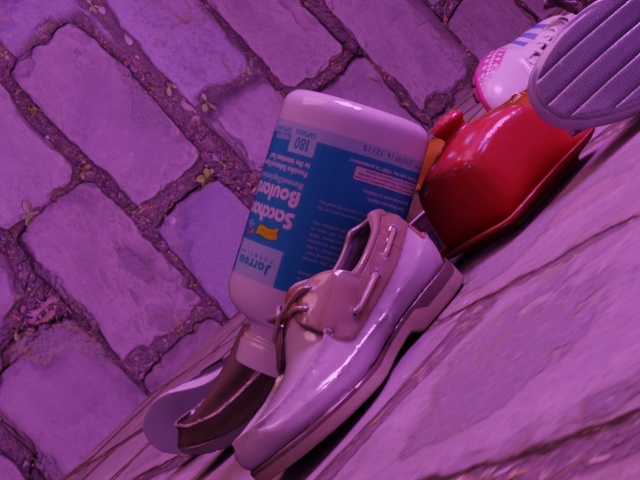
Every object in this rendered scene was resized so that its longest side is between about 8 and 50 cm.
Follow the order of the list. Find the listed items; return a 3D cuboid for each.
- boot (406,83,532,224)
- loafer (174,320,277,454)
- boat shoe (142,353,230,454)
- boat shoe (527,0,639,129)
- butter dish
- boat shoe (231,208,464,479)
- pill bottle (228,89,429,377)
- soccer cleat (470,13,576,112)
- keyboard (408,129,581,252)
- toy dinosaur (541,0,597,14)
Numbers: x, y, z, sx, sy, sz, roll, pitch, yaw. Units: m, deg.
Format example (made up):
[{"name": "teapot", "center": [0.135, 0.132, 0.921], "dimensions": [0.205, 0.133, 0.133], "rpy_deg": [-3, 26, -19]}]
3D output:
[{"name": "boot", "center": [0.186, -0.098, 1.544], "dimensions": [0.211, 0.104, 0.295], "rpy_deg": [-37, 8, -8]}, {"name": "loafer", "center": [-0.065, 0.123, 1.397], "dimensions": [0.251, 0.087, 0.094], "rpy_deg": [-42, 15, -16]}, {"name": "boat shoe", "center": [-0.109, 0.170, 1.532], "dimensions": [0.228, 0.080, 0.076], "rpy_deg": [-39, -2, 28]}, {"name": "boat shoe", "center": [0.319, -0.190, 1.216], "dimensions": [0.302, 0.109, 0.094], "rpy_deg": [-33, -13, -7]}, {"name": "butter dish", "center": [0.154, -0.073, 1.265], "dimensions": [0.160, 0.118, 0.160], "rpy_deg": [-43, 4, -30]}, {"name": "boat shoe", "center": [0.006, 0.080, 1.098], "dimensions": [0.113, 0.103, 0.302], "rpy_deg": [-39, 4, 41]}, {"name": "pill bottle", "center": [0.000, 0.000, 1.262], "dimensions": [0.146, 0.146, 0.264], "rpy_deg": [-128, 55, -87]}, {"name": "soccer cleat", "center": [0.306, -0.249, 1.822], "dimensions": [0.143, 0.116, 0.331], "rpy_deg": [-40, 3, 30]}, {"name": "keyboard", "center": [0.182, -0.066, 1.372], "dimensions": [0.256, 0.014, 0.072], "rpy_deg": [-42, -41, -11]}, {"name": "toy dinosaur", "center": [0.409, -0.338, 1.810], "dimensions": [0.313, 0.160, 0.121], "rpy_deg": [-24, -39, -61]}]
